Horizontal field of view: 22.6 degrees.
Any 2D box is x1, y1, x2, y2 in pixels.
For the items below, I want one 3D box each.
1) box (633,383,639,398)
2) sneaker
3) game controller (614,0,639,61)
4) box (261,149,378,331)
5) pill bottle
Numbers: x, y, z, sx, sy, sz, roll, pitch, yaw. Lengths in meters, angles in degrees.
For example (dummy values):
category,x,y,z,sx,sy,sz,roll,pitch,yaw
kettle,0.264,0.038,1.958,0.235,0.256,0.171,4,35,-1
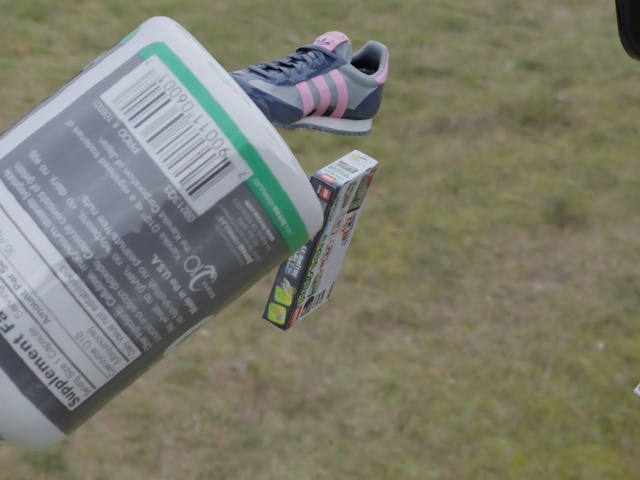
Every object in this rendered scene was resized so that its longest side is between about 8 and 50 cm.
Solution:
category,x,y,z,sx,sy,sz,roll,pitch,yaw
box,0.505,0.189,1.783,0.087,0.169,0.290,47,-6,-30
sneaker,-0.027,-0.215,2.071,0.112,0.131,0.319,31,18,30
game controller,0.366,-0.317,1.582,0.166,0.319,0.067,-11,39,5
box,0.000,0.000,1.923,0.036,0.207,0.114,30,29,18
pill bottle,-0.193,0.021,1.160,0.204,0.361,0.204,51,-6,7
